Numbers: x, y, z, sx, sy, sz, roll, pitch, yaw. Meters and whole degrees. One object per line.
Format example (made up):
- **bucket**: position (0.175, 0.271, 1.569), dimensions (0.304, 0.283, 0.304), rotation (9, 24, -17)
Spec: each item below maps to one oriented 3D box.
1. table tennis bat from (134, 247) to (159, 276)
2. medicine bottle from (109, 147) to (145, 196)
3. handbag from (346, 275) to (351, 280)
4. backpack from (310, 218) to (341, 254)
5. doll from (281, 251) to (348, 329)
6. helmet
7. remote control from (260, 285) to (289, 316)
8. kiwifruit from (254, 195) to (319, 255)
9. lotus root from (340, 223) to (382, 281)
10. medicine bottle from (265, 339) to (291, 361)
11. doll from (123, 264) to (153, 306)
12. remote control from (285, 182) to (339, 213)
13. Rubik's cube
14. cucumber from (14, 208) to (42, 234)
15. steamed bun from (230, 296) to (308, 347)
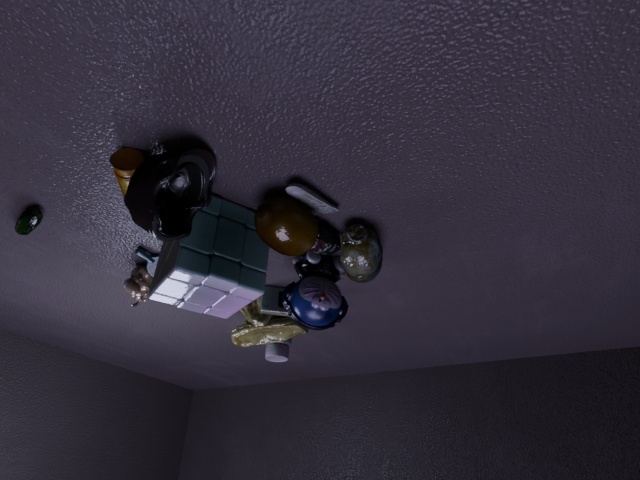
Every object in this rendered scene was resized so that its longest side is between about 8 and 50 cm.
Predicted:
- **table tennis bat**: position (-0.722, 0.096, 1.768), dimensions (0.124, 0.033, 0.201), rotation (-38, 129, 6)
- **medicine bottle**: position (-0.588, -0.191, 1.276), dimensions (0.096, 0.097, 0.192), rotation (6, 148, -7)
- **handbag**: position (0.164, 0.163, 1.871), dimensions (0.061, 0.027, 0.083), rotation (15, 146, -21)
- **backpack**: position (0.004, -0.001, 1.545), dimensions (0.165, 0.106, 0.120), rotation (28, 136, -32)
- **doll**: position (-0.018, 0.220, 1.706), dimensions (0.283, 0.310, 0.240), rotation (12, 148, -16)
- **helmet**: position (-0.460, -0.157, 1.216), dimensions (0.176, 0.306, 0.225), rotation (19, 164, 19)
- **remote control**: position (-0.123, 0.309, 2.004), dimensions (0.343, 0.145, 0.050), rotation (9, 143, -10)
- **kiwifruit**: position (-0.120, -0.053, 1.391), dimensions (0.195, 0.196, 0.233), rotation (-27, 136, 37)
- **lotus root**: position (0.167, 0.073, 1.600), dimensions (0.174, 0.175, 0.350), rotation (-4, 150, 8)
- **medicine bottle**: position (-0.235, 0.536, 2.261), dimensions (0.151, 0.255, 0.152), rotation (2, 147, 1)
- **doll**: position (-0.831, 0.218, 1.888), dimensions (0.119, 0.154, 0.278), rotation (33, 146, 1)
- **remote control**: position (-0.026, -0.145, 1.382), dimensions (0.073, 0.044, 0.229), rotation (-13, 155, 41)
- **Rubik's cube**: position (-0.392, 0.062, 1.462), dimensions (0.315, 0.322, 0.318), rotation (20, 144, -29)
- **cucumber**: position (-1.107, -0.065, 1.528), dimensions (0.227, 0.069, 0.069), rotation (-23, 141, 39)
- **steamed bun**: position (-0.297, 0.411, 2.123), dimensions (0.427, 0.190, 0.247), rotation (-17, 140, 17)
